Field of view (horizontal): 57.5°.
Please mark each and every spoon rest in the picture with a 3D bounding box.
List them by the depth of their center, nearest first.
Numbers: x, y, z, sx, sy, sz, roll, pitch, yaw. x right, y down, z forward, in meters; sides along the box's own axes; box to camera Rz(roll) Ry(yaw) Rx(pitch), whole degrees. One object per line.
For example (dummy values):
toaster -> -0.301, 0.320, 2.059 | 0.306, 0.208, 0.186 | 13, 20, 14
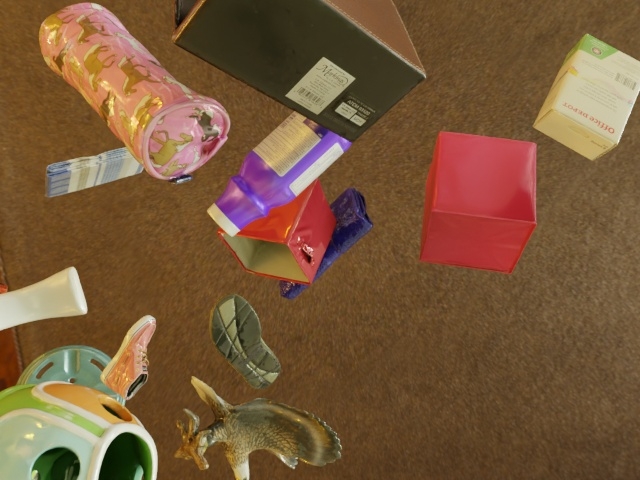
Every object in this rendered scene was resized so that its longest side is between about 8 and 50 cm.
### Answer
spoon rest -> -0.364, 0.084, 0.554 | 0.084, 0.276, 0.137 | -16, 89, 30

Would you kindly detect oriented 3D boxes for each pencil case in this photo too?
pencil case -> -0.320, -0.259, 0.983 | 0.160, 0.167, 0.386 | -34, 60, -25

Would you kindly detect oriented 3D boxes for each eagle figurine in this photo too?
eagle figurine -> -0.140, 0.403, 1.204 | 0.299, 0.226, 0.225 | -2, 121, -30

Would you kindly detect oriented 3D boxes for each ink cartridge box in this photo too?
ink cartridge box -> 0.572, -0.302, 1.237 | 0.154, 0.093, 0.212 | 29, 72, 1

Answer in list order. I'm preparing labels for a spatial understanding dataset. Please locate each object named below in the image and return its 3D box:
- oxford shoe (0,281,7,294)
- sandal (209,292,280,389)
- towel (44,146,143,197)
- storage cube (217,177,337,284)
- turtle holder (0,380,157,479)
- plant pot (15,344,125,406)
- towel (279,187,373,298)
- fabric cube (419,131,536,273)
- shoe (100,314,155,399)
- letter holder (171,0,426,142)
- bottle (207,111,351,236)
oxford shoe -> -0.869, 0.177, 1.517 | 0.097, 0.271, 0.098 | 20, 91, -23
sandal -> -0.193, 0.249, 1.417 | 0.120, 0.086, 0.302 | -32, 129, -16
towel -> -0.619, -0.197, 1.621 | 0.285, 0.209, 0.034 | -22, 86, -28
storage cube -> -0.093, -0.033, 1.385 | 0.215, 0.183, 0.193 | 8, 59, 25
turtle holder -> -0.346, 0.333, 0.730 | 0.228, 0.320, 0.243 | -9, 125, 21
plant pot -> -0.749, 0.469, 1.754 | 0.341, 0.334, 0.340 | 7, 72, -22
towel -> 0.000, 0.000, 1.552 | 0.076, 0.227, 0.308 | 41, 106, -18
fabric cube -> 0.409, -0.095, 1.538 | 0.254, 0.259, 0.258 | 7, 59, 5
shoe -> -0.399, 0.256, 1.276 | 0.081, 0.063, 0.178 | 32, 85, 21
letter holder -> -0.031, -0.310, 0.797 | 0.302, 0.214, 0.152 | 22, 133, -37
bottle -> -0.076, -0.125, 1.039 | 0.283, 0.092, 0.118 | -44, 52, -2
